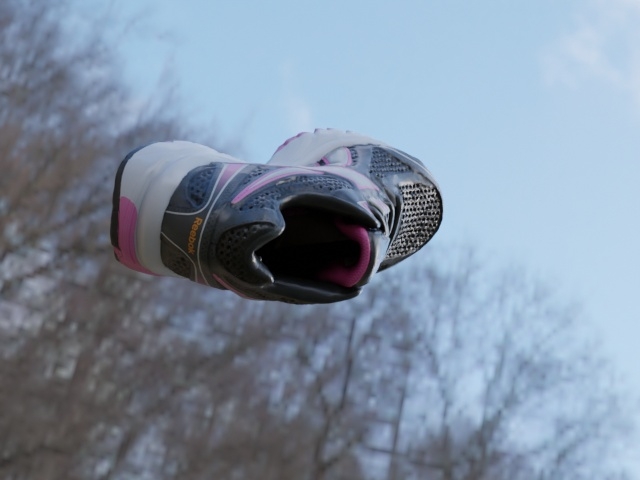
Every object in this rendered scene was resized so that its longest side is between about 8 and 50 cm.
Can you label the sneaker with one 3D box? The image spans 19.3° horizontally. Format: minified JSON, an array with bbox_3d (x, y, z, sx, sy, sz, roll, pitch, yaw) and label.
[{"bbox_3d":[0.000,0.000,0.755,0.077,0.178,0.072,22,-70,35],"label":"sneaker"}]
